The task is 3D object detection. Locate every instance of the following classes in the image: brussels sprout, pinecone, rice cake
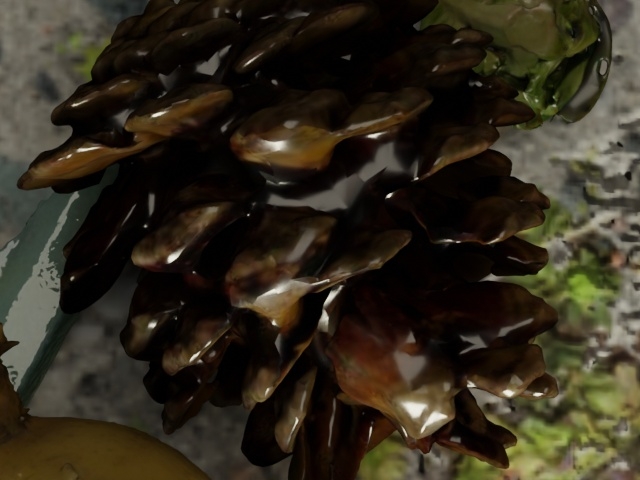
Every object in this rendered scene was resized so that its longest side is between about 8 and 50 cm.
[{"bbox_3d":[0.088,-0.087,0.668,0.085,0.058,0.085,-1,96,-11],"label":"brussels sprout"},{"bbox_3d":[-0.005,-0.001,0.582,0.184,0.179,0.204,-12,93,9],"label":"pinecone"},{"bbox_3d":[-0.126,0.039,0.628,0.042,0.030,0.180,26,77,3],"label":"rice cake"}]

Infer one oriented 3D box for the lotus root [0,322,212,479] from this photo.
[{"bbox_3d":[-0.071,0.170,0.556,0.146,0.131,0.303,-27,92,-1],"label":"lotus root"}]
